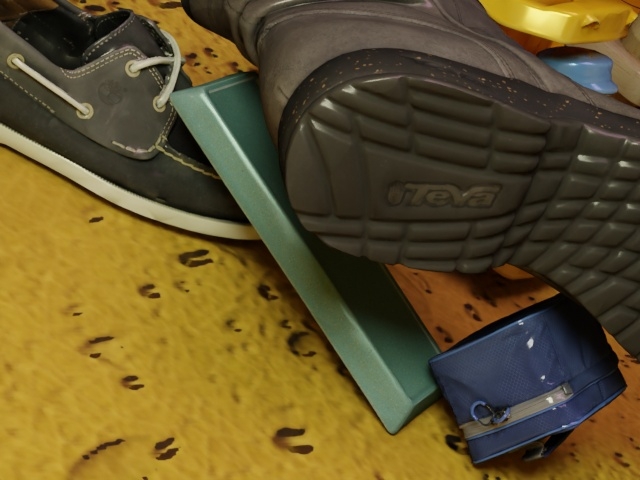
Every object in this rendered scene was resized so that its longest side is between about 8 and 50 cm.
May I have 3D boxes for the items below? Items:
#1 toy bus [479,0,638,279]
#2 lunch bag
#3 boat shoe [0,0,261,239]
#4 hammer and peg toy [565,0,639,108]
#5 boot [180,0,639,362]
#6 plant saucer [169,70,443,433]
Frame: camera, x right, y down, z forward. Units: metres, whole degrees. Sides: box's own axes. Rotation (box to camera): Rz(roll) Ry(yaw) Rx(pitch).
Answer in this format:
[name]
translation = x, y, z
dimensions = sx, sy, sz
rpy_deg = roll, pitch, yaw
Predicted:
[toy bus]
translation = 0.105, -0.117, 1.019
dimensions = 0.220, 0.211, 0.149
rpy_deg = 44, 27, 19
[lunch bag]
translation = 0.101, 0.068, 0.847
dimensions = 0.098, 0.067, 0.065
rpy_deg = -23, 87, -58
[boat shoe]
translation = -0.099, -0.070, 0.866
dimensions = 0.233, 0.079, 0.084
rpy_deg = 26, 26, -17
[hammer and peg toy]
translation = 0.251, -0.154, 1.332
dimensions = 0.266, 0.127, 0.361
rpy_deg = -5, 45, -51
[boot]
translation = 0.108, -0.055, 0.853
dimensions = 0.338, 0.118, 0.223
rpy_deg = 23, 21, -26
[plant saucer]
translation = 0.000, 0.000, 0.851
dimensions = 0.192, 0.018, 0.067
rpy_deg = 56, 30, 4
